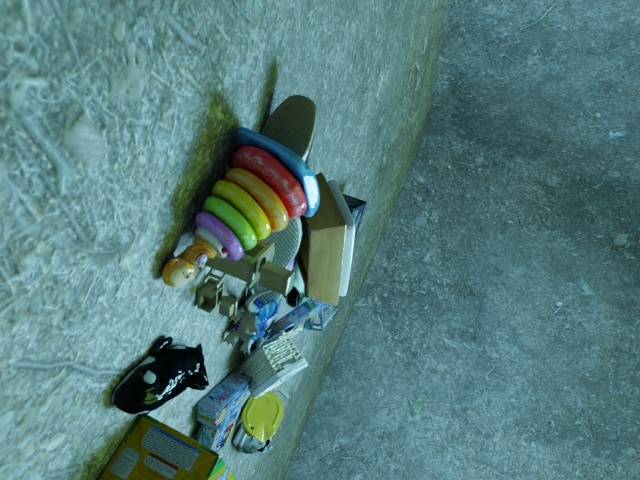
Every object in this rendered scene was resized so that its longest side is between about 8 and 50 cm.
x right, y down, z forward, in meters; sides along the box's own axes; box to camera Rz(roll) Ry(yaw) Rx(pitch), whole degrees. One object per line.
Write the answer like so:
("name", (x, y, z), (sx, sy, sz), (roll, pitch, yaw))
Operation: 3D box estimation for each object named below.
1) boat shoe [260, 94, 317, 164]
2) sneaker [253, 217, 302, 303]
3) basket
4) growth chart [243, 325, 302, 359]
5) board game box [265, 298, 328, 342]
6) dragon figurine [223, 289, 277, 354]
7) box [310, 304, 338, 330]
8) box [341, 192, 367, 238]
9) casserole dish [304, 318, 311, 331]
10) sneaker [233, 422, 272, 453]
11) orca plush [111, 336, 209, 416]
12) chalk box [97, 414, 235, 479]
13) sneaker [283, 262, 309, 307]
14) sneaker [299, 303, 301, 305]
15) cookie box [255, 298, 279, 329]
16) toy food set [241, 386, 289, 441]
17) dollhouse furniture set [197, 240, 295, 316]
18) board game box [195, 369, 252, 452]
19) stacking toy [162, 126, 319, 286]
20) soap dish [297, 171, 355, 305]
("boat shoe", (-0.078, -0.161, 1.012), (0.092, 0.102, 0.285), (-49, 160, -69))
("sneaker", (-0.096, 0.009, 1.217), (0.161, 0.102, 0.282), (-62, 175, -51))
("basket", (-0.135, 0.349, 1.357), (0.113, 0.103, 0.167), (-17, 160, -44))
("growth chart", (-0.131, 0.303, 1.468), (0.172, 0.021, 0.237), (-34, 168, 8))
("board game box", (-0.081, 0.239, 1.478), (0.201, 0.035, 0.136), (-35, 168, 10))
("dragon figurine", (-0.161, 0.178, 1.198), (0.144, 0.085, 0.289), (-56, 166, -51))
("box", (0.019, 0.243, 2.001), (0.231, 0.056, 0.183), (-37, 129, -67))
("box", (0.074, -0.072, 1.731), (0.207, 0.108, 0.153), (-32, 141, -70))
("casserole dish", (-0.023, 0.321, 2.096), (0.188, 0.037, 0.114), (-22, 131, -74))
("sneaker", (-0.221, 0.708, 1.699), (0.281, 0.115, 0.105), (78, 35, -67))
("orca plush", (-0.257, 0.270, 0.913), (0.287, 0.102, 0.151), (62, 50, -73))
("chalk box", (-0.291, 0.493, 0.954), (0.289, 0.180, 0.179), (93, 22, -56))
("sneaker", (-0.072, 0.166, 1.525), (0.256, 0.094, 0.151), (81, 26, -47))
("sneaker", (-0.052, 0.206, 1.758), (0.158, 0.061, 0.065), (80, 27, -67))
("cookie box", (-0.150, 0.188, 1.362), (0.092, 0.040, 0.107), (-53, 160, -53))
("toy food set", (-0.195, 0.572, 1.620), (0.071, 0.128, 0.218), (-53, -177, 34))
("dollhouse furniture set", (-0.133, 0.080, 0.951), (0.101, 0.181, 0.161), (-50, 157, -55))
("board game box", (-0.266, 0.450, 1.250), (0.194, 0.060, 0.194), (18, 93, -76))
("stacking toy", (-0.155, -0.033, 0.842), (0.302, 0.165, 0.175), (-48, 153, -22))
("soap dish", (0.000, 0.000, 1.311), (0.229, 0.118, 0.291), (-110, -162, -45))
